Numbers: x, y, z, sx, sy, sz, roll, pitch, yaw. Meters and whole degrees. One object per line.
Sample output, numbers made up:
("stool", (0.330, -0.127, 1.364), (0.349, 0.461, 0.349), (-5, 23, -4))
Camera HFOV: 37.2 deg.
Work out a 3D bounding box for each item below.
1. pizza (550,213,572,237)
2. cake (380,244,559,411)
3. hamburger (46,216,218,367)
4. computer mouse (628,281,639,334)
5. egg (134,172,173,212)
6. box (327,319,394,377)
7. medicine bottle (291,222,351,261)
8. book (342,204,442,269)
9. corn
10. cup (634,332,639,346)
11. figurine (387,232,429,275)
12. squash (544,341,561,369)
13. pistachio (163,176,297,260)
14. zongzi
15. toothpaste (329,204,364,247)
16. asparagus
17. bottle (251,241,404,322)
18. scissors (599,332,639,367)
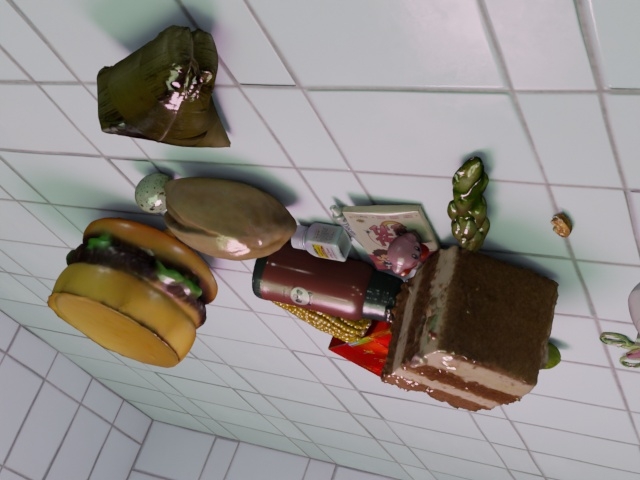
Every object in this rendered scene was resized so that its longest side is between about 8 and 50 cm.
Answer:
("pizza", (0.428, -0.028, 1.691), (0.037, 0.016, 0.083), (6, 156, 27))
("cake", (0.303, 0.187, 1.921), (0.282, 0.256, 0.290), (20, 159, -15))
("hamburger", (-0.442, 0.119, 2.375), (0.395, 0.277, 0.396), (20, 155, 10))
("computer mouse", (0.633, 0.137, 1.501), (0.296, 0.121, 0.184), (10, 151, 28))
("egg", (-0.359, -0.106, 2.080), (0.085, 0.085, 0.110), (29, 136, -17))
("box", (0.182, 0.262, 2.405), (0.197, 0.089, 0.313), (31, 153, -17))
("medicine bottle", (0.000, 0.000, 2.044), (0.118, 0.055, 0.074), (11, 155, 23))
("book", (0.157, -0.003, 1.930), (0.162, 0.022, 0.232), (-1, 149, 24))
("corn", (-0.024, 0.151, 2.312), (0.313, 0.102, 0.102), (28, 157, 10))
("cup", (0.682, 0.199, 1.922), (0.083, 0.054, 0.075), (15, -175, 19))
("figurine", (0.165, 0.026, 1.875), (0.067, 0.083, 0.071), (27, 174, 31))
("squash", (0.449, 0.241, 2.169), (0.201, 0.066, 0.066), (18, 156, 8))
("pistachio", (-0.192, -0.048, 1.981), (0.293, 0.181, 0.162), (10, 116, 16))
("zongzi", (-0.202, -0.246, 1.645), (0.300, 0.145, 0.274), (17, 157, -38))
("toothpaste", (0.076, -0.020, 1.974), (0.048, 0.029, 0.197), (-7, 147, 35))
("asparagus", (0.264, -0.053, 1.702), (0.080, 0.080, 0.287), (12, 155, 20))
("bottle", (0.024, 0.101, 2.127), (0.336, 0.144, 0.144), (15, 155, 13))
("scissors", (0.694, 0.233, 2.010), (0.187, 0.020, 0.133), (-5, 141, 47))
